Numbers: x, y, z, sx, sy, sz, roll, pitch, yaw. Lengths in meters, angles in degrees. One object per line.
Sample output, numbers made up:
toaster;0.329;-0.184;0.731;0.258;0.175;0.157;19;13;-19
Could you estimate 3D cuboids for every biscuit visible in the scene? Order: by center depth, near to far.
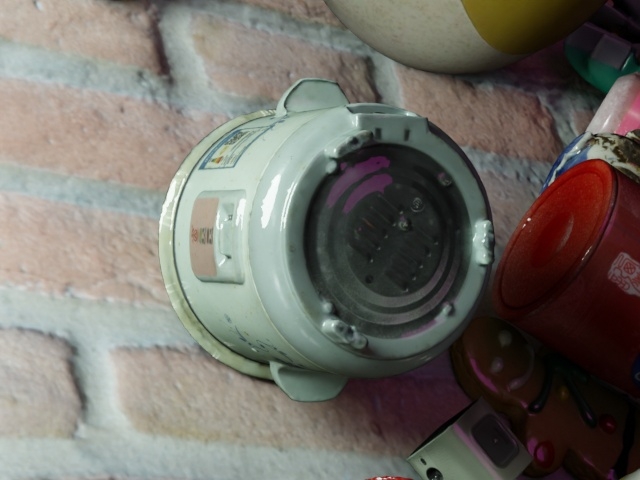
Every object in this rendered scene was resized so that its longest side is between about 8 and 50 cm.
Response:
biscuit;0.268;0.185;1.750;0.301;0.049;0.197;36;41;-10

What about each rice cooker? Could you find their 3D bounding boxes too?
rice cooker;0.000;0.000;1.499;0.264;0.317;0.317;-3;60;-27

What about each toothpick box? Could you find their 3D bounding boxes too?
toothpick box;0.376;0.082;1.746;0.333;0.204;0.204;32;44;-15
toothpick box;0.209;-0.431;1.888;0.408;0.425;0.409;21;49;-25

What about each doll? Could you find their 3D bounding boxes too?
doll;0.429;-0.259;2.158;0.195;0.153;0.258;28;11;20

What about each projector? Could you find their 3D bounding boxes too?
projector;0.148;0.216;1.598;0.082;0.083;0.083;50;41;4

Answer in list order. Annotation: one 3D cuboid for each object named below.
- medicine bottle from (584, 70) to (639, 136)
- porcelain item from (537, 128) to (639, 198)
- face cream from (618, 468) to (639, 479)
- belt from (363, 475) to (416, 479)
medicine bottle;0.450;-0.095;1.998;0.247;0.147;0.147;31;41;9
porcelain item;0.392;-0.004;1.913;0.288;0.186;0.138;31;38;1
face cream;0.340;0.339;1.589;0.218;0.179;0.218;21;48;-26
belt;0.101;0.311;1.456;0.201;0.128;0.124;28;46;-14
